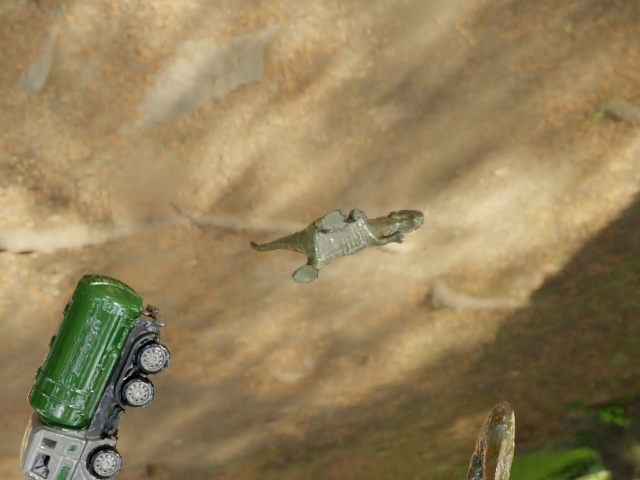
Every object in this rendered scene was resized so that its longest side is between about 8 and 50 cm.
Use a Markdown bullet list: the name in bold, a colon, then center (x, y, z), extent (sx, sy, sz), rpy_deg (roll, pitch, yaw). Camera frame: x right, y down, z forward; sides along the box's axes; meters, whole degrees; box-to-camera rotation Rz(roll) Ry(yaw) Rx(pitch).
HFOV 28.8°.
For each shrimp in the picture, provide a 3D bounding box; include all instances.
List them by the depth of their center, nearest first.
- **shrimp**: center (0.179, 0.269, 1.383), extent (0.052, 0.187, 0.132), rpy_deg (14, -160, 15)

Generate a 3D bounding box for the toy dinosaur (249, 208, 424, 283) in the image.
- **toy dinosaur**: center (0.002, 0.004, 1.597), extent (0.251, 0.072, 0.200), rpy_deg (-21, -178, 17)

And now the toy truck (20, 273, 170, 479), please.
- **toy truck**: center (-0.257, 0.162, 1.398), extent (0.125, 0.242, 0.101), rpy_deg (21, -174, -19)
